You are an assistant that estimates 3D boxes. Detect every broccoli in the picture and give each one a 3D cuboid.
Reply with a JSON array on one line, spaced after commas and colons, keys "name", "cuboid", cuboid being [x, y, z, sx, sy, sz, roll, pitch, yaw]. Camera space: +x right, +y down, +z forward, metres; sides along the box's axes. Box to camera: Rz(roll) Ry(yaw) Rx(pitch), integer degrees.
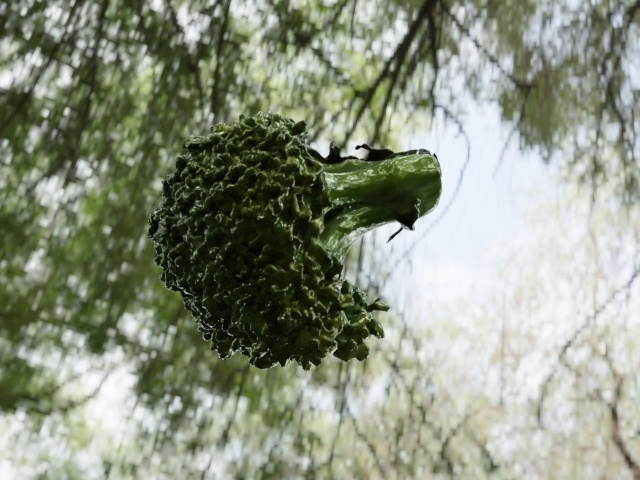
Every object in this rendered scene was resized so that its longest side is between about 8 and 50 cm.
[{"name": "broccoli", "cuboid": [-0.009, 0.008, 1.334, 0.273, 0.180, 0.242, -11, -63, -4]}]
